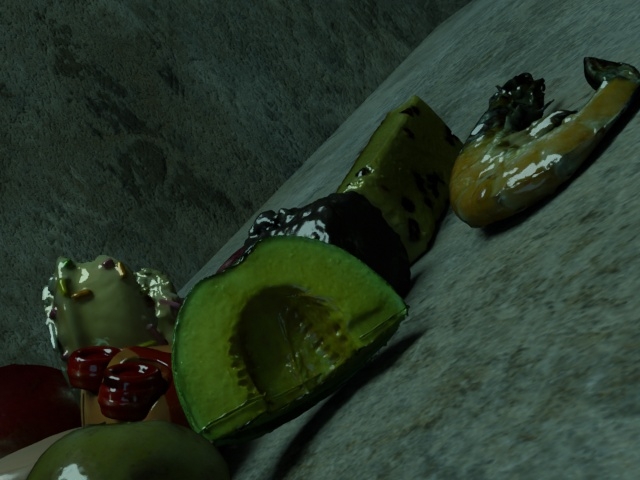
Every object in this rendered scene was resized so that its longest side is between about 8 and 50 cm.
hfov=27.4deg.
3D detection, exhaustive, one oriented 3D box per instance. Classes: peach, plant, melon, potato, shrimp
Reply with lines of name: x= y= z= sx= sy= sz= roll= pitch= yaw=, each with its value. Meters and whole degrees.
peach: x=-0.501 y=0.362 z=2.047 sx=0.406 sy=0.310 sz=0.335 roll=-50 pitch=6 yaw=-35
plant: x=-0.012 y=0.050 z=1.644 sx=0.234 sy=0.204 sz=0.178 roll=-29 pitch=12 yaw=40
melon: x=-0.052 y=0.103 z=1.453 sx=0.265 sy=0.169 sz=0.129 roll=-33 pitch=-18 yaw=-9
potato: x=-0.213 y=0.298 z=1.244 sx=0.218 sy=0.202 sz=0.351 roll=-36 pitch=10 yaw=35
shrimp: x=0.278 y=-0.154 z=1.630 sx=0.272 sy=0.085 sz=0.445 roll=-35 pitch=13 yaw=21

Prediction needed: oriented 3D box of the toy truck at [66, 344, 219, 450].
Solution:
toy truck: x=-0.186 y=0.222 z=1.650 sx=0.239 sy=0.189 sz=0.265 roll=-5 pitch=12 yaw=-28

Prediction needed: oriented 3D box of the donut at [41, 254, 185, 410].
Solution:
donut: x=-0.269 y=0.170 z=1.928 sx=0.150 sy=0.307 sz=0.371 roll=-20 pitch=-9 yaw=5

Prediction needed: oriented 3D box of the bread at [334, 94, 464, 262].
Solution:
bread: x=0.120 y=-0.087 z=1.855 sx=0.077 sy=0.138 sz=0.361 roll=-37 pitch=10 yaw=28

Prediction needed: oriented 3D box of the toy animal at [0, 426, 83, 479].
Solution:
toy animal: x=-0.311 y=0.348 z=1.447 sx=0.213 sy=0.256 sz=0.195 roll=-7 pitch=-4 yaw=-41

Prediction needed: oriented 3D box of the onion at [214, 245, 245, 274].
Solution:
onion: x=-0.101 y=0.069 z=2.072 sx=0.227 sy=0.120 sz=0.283 roll=-29 pitch=22 yaw=23
